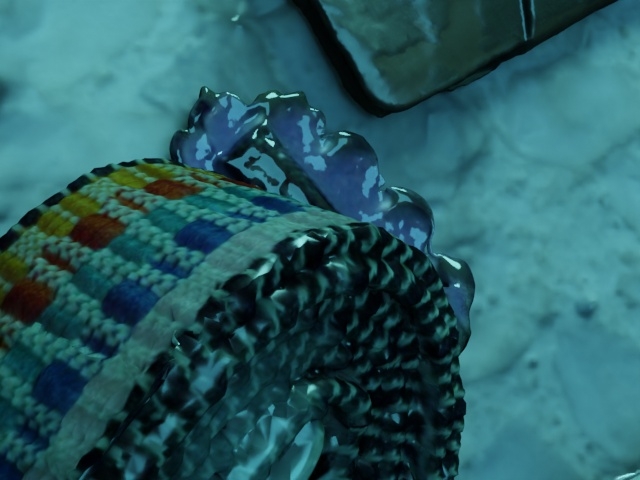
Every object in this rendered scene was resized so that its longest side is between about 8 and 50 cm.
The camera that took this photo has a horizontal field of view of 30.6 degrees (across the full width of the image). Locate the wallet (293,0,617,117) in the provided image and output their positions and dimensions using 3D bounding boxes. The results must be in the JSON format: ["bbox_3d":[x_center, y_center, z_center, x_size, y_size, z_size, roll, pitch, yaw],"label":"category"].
[{"bbox_3d":[0.112,-0.198,0.681,0.309,0.042,0.165,-30,94,-24],"label":"wallet"}]

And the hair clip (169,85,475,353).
[{"bbox_3d":[0.001,-0.001,0.602,0.195,0.052,0.124,43,63,-8],"label":"hair clip"}]

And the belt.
[{"bbox_3d":[-0.079,0.110,0.479,0.207,0.160,0.295,38,79,-47],"label":"belt"}]

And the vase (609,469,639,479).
[{"bbox_3d":[0.262,0.331,0.568,0.250,0.250,0.446,-28,102,-25],"label":"vase"}]
